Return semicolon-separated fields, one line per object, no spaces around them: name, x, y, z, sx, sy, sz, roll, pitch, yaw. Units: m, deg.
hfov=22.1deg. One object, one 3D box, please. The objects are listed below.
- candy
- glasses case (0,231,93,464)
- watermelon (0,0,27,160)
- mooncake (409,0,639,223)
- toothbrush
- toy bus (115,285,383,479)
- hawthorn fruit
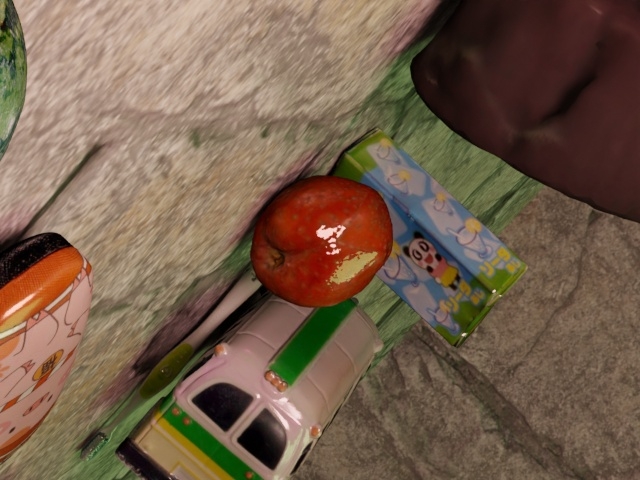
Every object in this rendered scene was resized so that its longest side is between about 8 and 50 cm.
candy;0.088;-0.002;1.516;0.062;0.194;0.097;-39;168;-39
glasses case;-0.203;0.082;1.019;0.103;0.067;0.266;-38;167;-31
watermelon;-0.150;-0.060;0.653;0.072;0.092;0.084;-7;159;2
mooncake;0.290;-0.160;1.375;0.212;0.350;0.381;-62;173;30
toothbrush;-0.141;0.117;1.570;0.263;0.022;0.026;-47;-178;8
toy bus;-0.051;0.142;1.587;0.179;0.143;0.305;-51;177;23
hawthorn fruit;0.000;0.000;1.416;0.128;0.128;0.128;-44;170;-9
